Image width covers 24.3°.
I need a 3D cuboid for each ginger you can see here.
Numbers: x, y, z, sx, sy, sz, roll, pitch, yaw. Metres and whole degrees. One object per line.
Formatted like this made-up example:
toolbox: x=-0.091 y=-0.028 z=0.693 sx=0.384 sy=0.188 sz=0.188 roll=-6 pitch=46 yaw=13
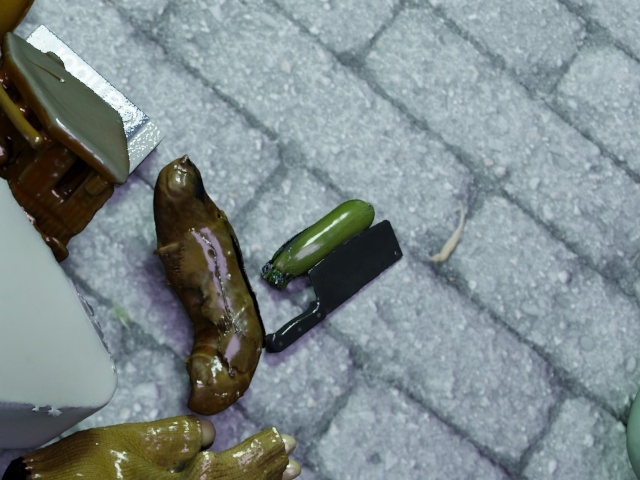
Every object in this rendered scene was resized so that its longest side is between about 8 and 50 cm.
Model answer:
ginger: x=-0.140 y=0.059 z=1.823 sx=0.133 sy=0.107 sz=0.309 roll=5 pitch=68 yaw=-55

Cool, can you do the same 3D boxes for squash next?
squash: x=0.000 y=0.000 z=1.936 sx=0.183 sy=0.052 sz=0.052 roll=-34 pitch=86 yaw=-24

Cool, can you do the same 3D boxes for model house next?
model house: x=-0.353 y=-0.087 z=1.757 sx=0.199 sy=0.219 sz=0.229 roll=33 pitch=108 yaw=-16

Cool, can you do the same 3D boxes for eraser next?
eraser: x=-0.305 y=-0.169 z=1.879 sx=0.212 sy=0.046 sz=0.092 roll=42 pitch=63 yaw=-3
eraser: x=-0.403 y=0.064 z=1.621 sx=0.331 sy=0.150 sz=0.331 roll=26 pitch=49 yaw=-35

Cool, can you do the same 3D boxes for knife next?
knife: x=0.013 y=0.056 z=1.922 sx=0.245 sy=0.019 sz=0.072 roll=-38 pitch=118 yaw=-29

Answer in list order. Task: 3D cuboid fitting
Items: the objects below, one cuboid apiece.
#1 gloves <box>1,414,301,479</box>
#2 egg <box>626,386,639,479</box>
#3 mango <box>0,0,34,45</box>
gloves: x=-0.190 y=0.290 z=1.694 sx=0.357 sy=0.203 sz=0.155 roll=-11 pitch=112 yaw=-19
egg: x=0.576 y=0.230 z=1.944 sx=0.389 sy=0.276 sz=0.276 roll=-19 pitch=79 yaw=-26
mango: x=-0.413 y=-0.324 z=1.829 sx=0.136 sy=0.166 sz=0.236 roll=39 pitch=64 yaw=-9
